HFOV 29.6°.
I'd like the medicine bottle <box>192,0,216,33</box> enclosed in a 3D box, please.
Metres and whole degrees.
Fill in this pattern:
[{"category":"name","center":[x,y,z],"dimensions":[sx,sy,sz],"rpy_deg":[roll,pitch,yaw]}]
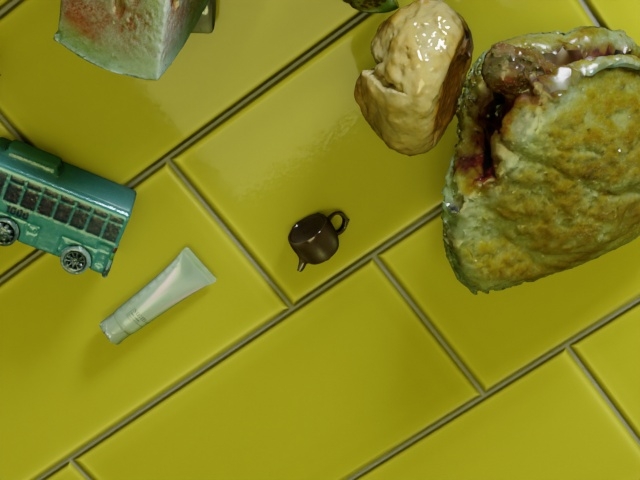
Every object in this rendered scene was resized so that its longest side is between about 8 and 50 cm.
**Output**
[{"category":"medicine bottle","center":[-0.223,-0.351,1.806],"dimensions":[0.130,0.080,0.080],"rpy_deg":[3,113,-1]}]

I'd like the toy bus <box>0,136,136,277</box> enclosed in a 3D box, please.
[{"category":"toy bus","center":[-0.428,-0.058,1.907],"dimensions":[0.256,0.128,0.147],"rpy_deg":[23,109,-12]}]

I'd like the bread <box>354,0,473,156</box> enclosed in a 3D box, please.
[{"category":"bread","center":[0.137,-0.246,1.773],"dimensions":[0.134,0.244,0.244],"rpy_deg":[19,114,16]}]

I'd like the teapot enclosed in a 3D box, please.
[{"category":"teapot","center":[0.000,0.000,1.962],"dimensions":[0.121,0.076,0.068],"rpy_deg":[-43,120,-15]}]

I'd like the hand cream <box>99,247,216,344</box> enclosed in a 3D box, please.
[{"category":"hand cream","center":[-0.275,0.098,2.016],"dimensions":[0.205,0.050,0.078],"rpy_deg":[-37,108,10]}]

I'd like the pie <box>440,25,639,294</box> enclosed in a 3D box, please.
[{"category":"pie","center":[0.364,-0.112,1.850],"dimensions":[0.395,0.180,0.418],"rpy_deg":[-3,119,-20]}]

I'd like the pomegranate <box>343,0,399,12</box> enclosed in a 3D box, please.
[{"category":"pomegranate","center":[0.072,-0.415,1.762],"dimensions":[0.143,0.122,0.169],"rpy_deg":[22,77,-39]}]

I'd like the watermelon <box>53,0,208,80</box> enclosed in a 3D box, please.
[{"category":"watermelon","center":[-0.243,-0.429,1.651],"dimensions":[0.228,0.258,0.387],"rpy_deg":[16,77,1]}]
